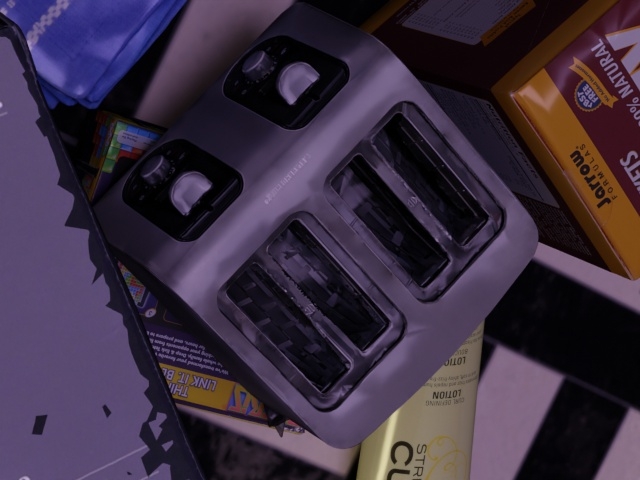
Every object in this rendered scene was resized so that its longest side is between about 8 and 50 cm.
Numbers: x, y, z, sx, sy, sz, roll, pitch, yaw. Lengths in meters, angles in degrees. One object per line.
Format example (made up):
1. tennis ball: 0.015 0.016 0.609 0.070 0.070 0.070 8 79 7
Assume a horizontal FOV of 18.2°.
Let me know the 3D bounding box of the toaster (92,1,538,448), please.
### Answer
1. toaster: 0.000 0.000 1.027 0.168 0.110 0.185 -46 117 -7

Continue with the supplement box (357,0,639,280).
1. supplement box: 0.154 -0.106 1.081 0.191 0.194 0.129 -42 116 -11

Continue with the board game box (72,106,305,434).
1. board game box: -0.066 0.018 1.091 0.170 0.048 0.141 18 97 -28

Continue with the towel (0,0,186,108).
1. towel: -0.159 -0.254 0.985 0.243 0.040 0.336 -49 117 -8

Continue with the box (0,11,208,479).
1. box: -0.242 0.098 0.879 0.343 0.179 0.312 -24 111 -12

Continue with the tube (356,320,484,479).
1. tube: 0.058 0.126 1.173 0.070 0.062 0.240 10 107 14
